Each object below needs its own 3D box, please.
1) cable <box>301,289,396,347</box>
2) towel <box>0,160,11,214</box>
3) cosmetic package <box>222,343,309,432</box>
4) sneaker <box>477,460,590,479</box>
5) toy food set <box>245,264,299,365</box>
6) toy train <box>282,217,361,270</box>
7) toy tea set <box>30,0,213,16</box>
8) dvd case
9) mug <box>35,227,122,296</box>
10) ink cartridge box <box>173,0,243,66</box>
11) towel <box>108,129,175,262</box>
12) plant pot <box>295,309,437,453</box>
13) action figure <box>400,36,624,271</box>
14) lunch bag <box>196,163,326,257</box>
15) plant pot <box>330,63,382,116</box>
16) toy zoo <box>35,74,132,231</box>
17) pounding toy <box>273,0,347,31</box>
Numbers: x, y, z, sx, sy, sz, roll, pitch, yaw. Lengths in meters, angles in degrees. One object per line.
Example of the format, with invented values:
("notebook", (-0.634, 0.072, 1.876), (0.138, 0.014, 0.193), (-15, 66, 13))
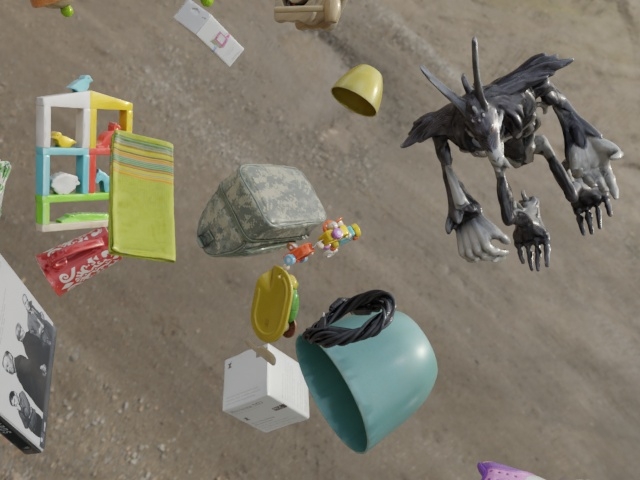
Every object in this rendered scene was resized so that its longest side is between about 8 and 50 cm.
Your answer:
("cable", (0.048, 0.132, 1.214), (0.150, 0.184, 0.047), (-27, 103, -25))
("towel", (-0.731, -0.025, 1.582), (0.038, 0.248, 0.325), (12, 19, -25))
("cosmetic package", (-0.142, 0.390, 1.881), (0.183, 0.151, 0.151), (40, 35, -42))
("sneaker", (0.129, 0.260, 0.573), (0.104, 0.236, 0.095), (23, 33, 7))
("toy food set", (-0.097, 0.167, 1.665), (0.071, 0.218, 0.128), (7, 9, -45))
("toy train", (0.000, 0.000, 1.278), (0.166, 0.125, 0.046), (-12, 71, -61))
("toy tea set", (-0.282, -0.375, 1.042), (0.336, 0.124, 0.200), (11, 44, 38))
("dvd case", (-0.371, 0.121, 0.834), (0.029, 0.239, 0.179), (-9, 53, 0))
("mug", (-0.555, 0.046, 1.662), (0.169, 0.150, 0.113), (-29, 108, -16))
("ink cartridge box", (-0.226, -0.419, 1.446), (0.088, 0.052, 0.122), (41, 1, 34))
("towel", (-0.276, -0.073, 1.113), (0.102, 0.021, 0.237), (8, 52, -24))
("plant pot", (0.118, 0.290, 1.612), (0.235, 0.293, 0.293), (-26, 67, -20))
("action figure", (0.187, -0.063, 0.653), (0.275, 0.164, 0.141), (32, 35, -48))
("lunch bag", (-0.171, -0.063, 1.991), (0.305, 0.256, 0.213), (-10, 68, -56))
("plant pot", (0.107, -0.394, 1.841), (0.134, 0.134, 0.095), (31, 80, -8))
("toy zoo", (-0.453, -0.169, 1.380), (0.030, 0.293, 0.192), (14, 14, 39))
("pounding toy", (-0.033, -0.568, 1.614), (0.154, 0.154, 0.269), (9, 8, -36))
